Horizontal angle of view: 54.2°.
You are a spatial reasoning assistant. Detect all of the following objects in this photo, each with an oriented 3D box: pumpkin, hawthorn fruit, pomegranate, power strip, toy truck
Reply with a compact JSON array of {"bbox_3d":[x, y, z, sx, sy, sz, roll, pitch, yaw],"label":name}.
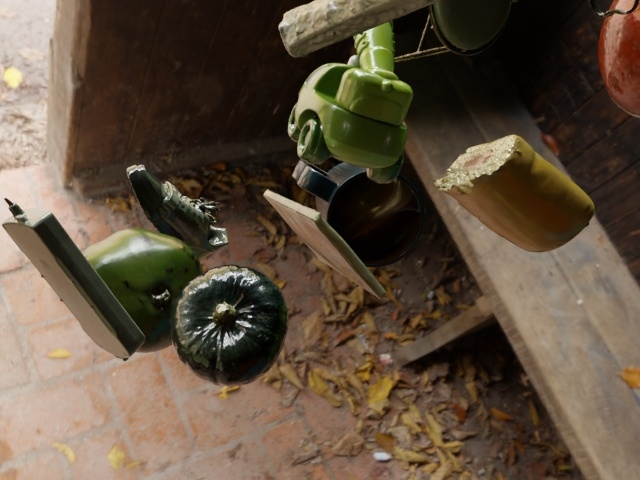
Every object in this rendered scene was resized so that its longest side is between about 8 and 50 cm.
[{"bbox_3d":[-0.156,0.143,1.072,0.212,0.152,0.211,-2,78,12],"label":"pumpkin"},{"bbox_3d":[0.594,-0.316,0.997,0.285,0.284,0.284,11,60,-20],"label":"hawthorn fruit"},{"bbox_3d":[-0.359,0.093,1.215,0.254,0.271,0.254,-11,107,-38],"label":"pomegranate"},{"bbox_3d":[-0.268,0.043,0.678,0.029,0.080,0.226,-49,127,-35],"label":"power strip"},{"bbox_3d":[0.052,-0.183,0.831,0.148,0.210,0.187,14,40,-19],"label":"toy truck"}]

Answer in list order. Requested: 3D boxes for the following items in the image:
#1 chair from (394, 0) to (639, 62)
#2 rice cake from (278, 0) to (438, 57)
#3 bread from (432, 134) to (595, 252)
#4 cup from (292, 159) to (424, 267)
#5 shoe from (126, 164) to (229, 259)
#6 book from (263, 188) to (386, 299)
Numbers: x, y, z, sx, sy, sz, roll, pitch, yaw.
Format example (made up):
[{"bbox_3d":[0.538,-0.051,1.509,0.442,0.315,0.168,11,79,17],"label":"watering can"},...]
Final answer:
[{"bbox_3d":[0.200,-0.318,0.794,0.170,0.326,0.159,-39,122,-20],"label":"chair"},{"bbox_3d":[0.051,-0.260,0.682,0.052,0.256,0.057,-37,111,-41],"label":"rice cake"},{"bbox_3d":[0.241,-0.050,0.773,0.173,0.134,0.085,34,76,-15],"label":"bread"},{"bbox_3d":[0.085,-0.084,1.640,0.308,0.292,0.242,-1,104,-7],"label":"cup"},{"bbox_3d":[-0.309,-0.074,1.427,0.149,0.292,0.109,-23,39,3],"label":"shoe"},{"bbox_3d":[0.000,0.000,1.149,0.026,0.289,0.201,-45,115,-6],"label":"book"}]
